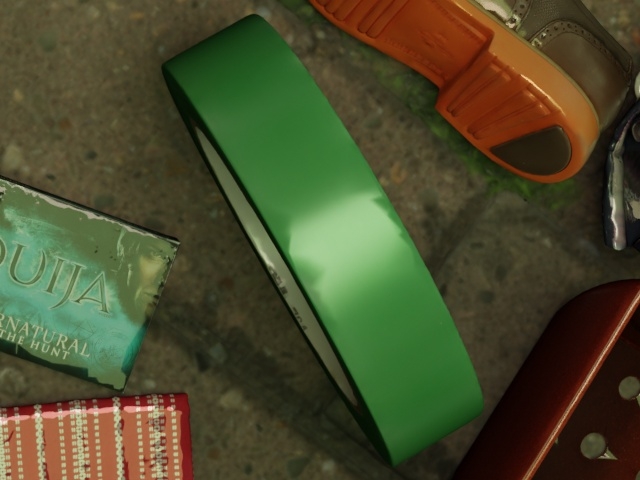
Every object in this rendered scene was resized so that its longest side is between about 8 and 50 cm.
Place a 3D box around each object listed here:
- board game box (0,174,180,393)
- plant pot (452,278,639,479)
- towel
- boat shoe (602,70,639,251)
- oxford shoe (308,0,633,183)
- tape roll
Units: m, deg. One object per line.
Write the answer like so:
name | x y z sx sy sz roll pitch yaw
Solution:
board game box | -0.214 0.026 1.436 0.186 0.026 0.126 20 95 -13
plant pot | 0.245 0.185 1.443 0.267 0.236 0.267 32 92 -13
towel | -0.232 0.223 1.463 0.274 0.031 0.199 -4 98 -12
boat shoe | 0.310 -0.130 1.436 0.158 0.127 0.341 -1 101 -43
oxford shoe | 0.086 -0.209 1.429 0.364 0.130 0.133 46 57 -8
tape roll | 0.000 0.000 1.322 0.077 0.321 0.321 -31 103 -4
